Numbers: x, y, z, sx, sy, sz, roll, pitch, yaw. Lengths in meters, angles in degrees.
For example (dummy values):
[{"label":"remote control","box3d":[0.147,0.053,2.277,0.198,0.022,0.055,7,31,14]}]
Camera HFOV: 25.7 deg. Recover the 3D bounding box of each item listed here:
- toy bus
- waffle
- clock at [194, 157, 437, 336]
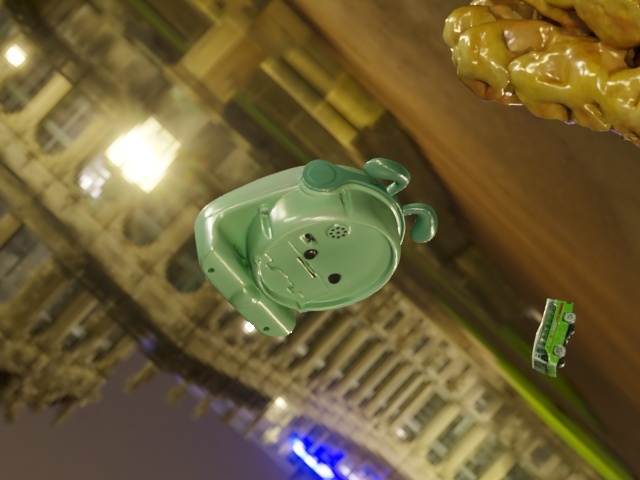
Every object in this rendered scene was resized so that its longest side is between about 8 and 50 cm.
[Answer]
[{"label":"toy bus","box3d":[0.254,0.105,1.525,0.037,0.083,0.031,13,149,16]},{"label":"waffle","box3d":[0.258,-0.156,0.993,0.324,0.261,0.151,21,126,37]},{"label":"clock","box3d":[0.000,-0.001,1.167,0.148,0.188,0.060,49,-157,-45]}]
